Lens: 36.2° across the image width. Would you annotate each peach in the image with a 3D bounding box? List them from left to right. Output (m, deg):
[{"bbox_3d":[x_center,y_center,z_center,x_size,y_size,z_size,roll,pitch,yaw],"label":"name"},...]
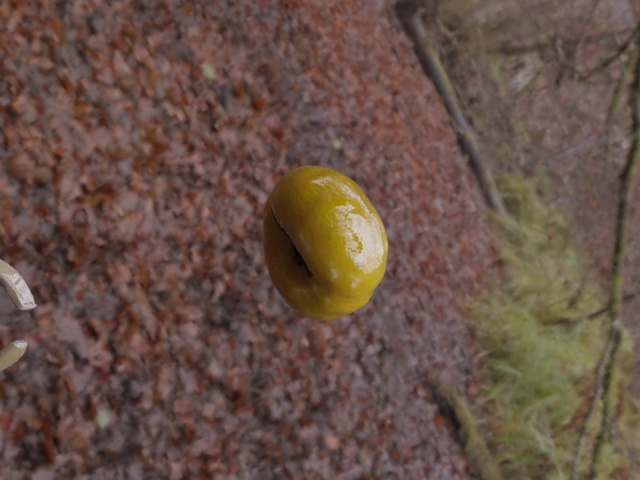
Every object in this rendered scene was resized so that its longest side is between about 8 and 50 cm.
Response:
[{"bbox_3d":[0.000,0.000,1.077,0.103,0.179,0.179,-15,76,-28],"label":"peach"}]

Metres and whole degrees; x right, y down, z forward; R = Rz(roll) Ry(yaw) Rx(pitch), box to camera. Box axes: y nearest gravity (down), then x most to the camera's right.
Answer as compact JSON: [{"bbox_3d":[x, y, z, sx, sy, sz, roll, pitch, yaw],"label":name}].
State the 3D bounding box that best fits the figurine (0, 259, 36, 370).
[{"bbox_3d":[-0.194,0.049,0.468,0.132,0.132,0.154,63,8,-4],"label":"figurine"}]
